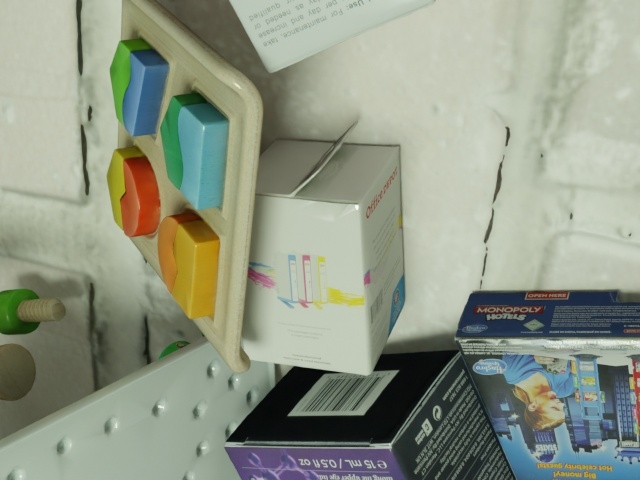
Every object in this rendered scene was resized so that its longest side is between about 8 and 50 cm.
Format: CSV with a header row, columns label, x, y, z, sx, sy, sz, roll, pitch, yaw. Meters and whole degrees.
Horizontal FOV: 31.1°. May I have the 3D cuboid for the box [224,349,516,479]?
label,x,y,z,sx,sy,sz,roll,pitch,yaw
box,0.055,0.191,0.813,0.153,0.108,0.207,-10,114,41

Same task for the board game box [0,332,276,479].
label,x,y,z,sx,sy,sz,roll,pitch,yaw
board game box,-0.168,0.286,0.785,0.050,0.390,0.390,13,115,37

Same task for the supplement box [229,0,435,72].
label,x,y,z,sx,sy,sz,roll,pitch,yaw
supplement box,-0.017,-0.222,0.623,0.114,0.111,0.220,-20,109,28

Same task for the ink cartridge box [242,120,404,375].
label,x,y,z,sx,sy,sz,roll,pitch,yaw
ink cartridge box,0.000,0.000,0.754,0.089,0.092,0.143,5,118,18

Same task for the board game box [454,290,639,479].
label,x,y,z,sx,sy,sz,roll,pitch,yaw
board game box,0.201,0.131,0.774,0.194,0.060,0.194,-1,119,20

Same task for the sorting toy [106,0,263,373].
label,x,y,z,sx,sy,sz,roll,pitch,yaw
sorting toy,-0.096,-0.044,0.728,0.193,0.038,0.208,44,140,46

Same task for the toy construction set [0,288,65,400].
label,x,y,z,sx,sy,sz,roll,pitch,yaw
toy construction set,-0.290,0.182,0.900,0.237,0.257,0.309,-4,104,36
